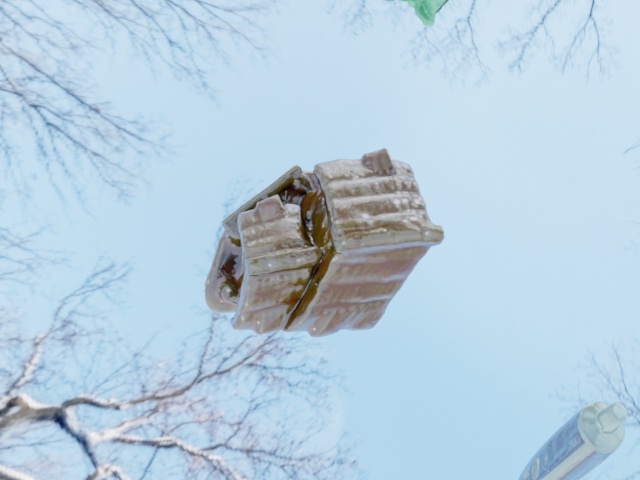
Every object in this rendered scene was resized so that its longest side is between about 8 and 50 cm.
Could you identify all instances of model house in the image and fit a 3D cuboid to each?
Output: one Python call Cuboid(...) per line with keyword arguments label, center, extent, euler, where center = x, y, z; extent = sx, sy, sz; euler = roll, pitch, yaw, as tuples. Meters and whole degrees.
Cuboid(label="model house", center=(-0.001, 0.000, 1.057), extent=(0.199, 0.229, 0.220), euler=(7, -98, -20))

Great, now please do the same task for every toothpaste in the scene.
Cuboid(label="toothpaste", center=(0.178, 0.164, 0.702), extent=(0.035, 0.197, 0.057), euler=(32, -124, 8))

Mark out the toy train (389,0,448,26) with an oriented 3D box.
Cuboid(label="toy train", center=(0.079, -0.275, 0.843), extent=(0.081, 0.099, 0.149), euler=(12, -116, -19))
